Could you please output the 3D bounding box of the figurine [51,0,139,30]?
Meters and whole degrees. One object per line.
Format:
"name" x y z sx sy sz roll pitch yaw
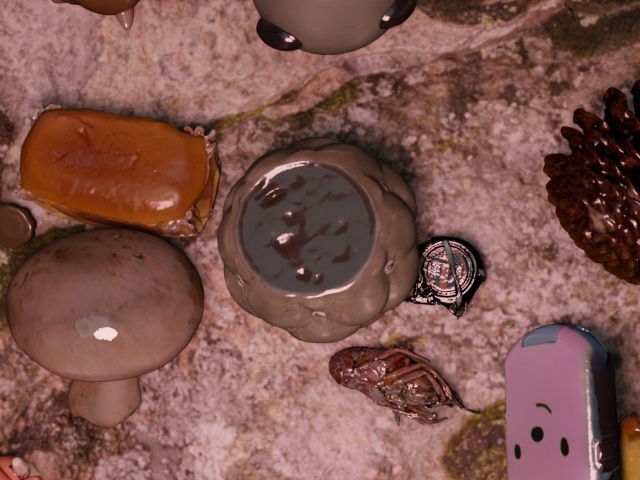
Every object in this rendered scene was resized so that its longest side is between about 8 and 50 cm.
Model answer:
"figurine" -0.295 -0.379 1.919 0.247 0.177 0.173 41 70 2

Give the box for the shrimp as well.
"shrimp" 0.101 0.173 1.821 0.190 0.075 0.073 23 53 2

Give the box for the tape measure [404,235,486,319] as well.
"tape measure" 0.153 0.042 1.840 0.091 0.054 0.094 17 90 10

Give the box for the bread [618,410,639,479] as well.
"bread" 0.397 0.320 1.706 0.133 0.174 0.252 2 96 -34

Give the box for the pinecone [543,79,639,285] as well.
"pinecone" 0.407 -0.079 1.743 0.292 0.246 0.246 -27 77 -12

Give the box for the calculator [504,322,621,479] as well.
"calculator" 0.273 0.239 1.743 0.051 0.173 0.293 4 78 -32

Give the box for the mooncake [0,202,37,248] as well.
"mooncake" -0.424 -0.163 1.966 0.150 0.057 0.347 4 81 5

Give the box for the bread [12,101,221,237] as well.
"bread" -0.251 -0.087 1.900 0.241 0.107 0.136 11 80 10

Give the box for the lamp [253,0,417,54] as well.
"lamp" 0.007 -0.345 1.868 0.197 0.198 0.244 -12 70 7

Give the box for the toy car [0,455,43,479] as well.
"toy car" -0.407 0.349 1.789 0.212 0.270 0.180 -39 71 -18

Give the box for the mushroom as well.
"mushroom" -0.253 0.108 1.834 0.243 0.243 0.243 -1 81 9

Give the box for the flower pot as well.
"flower pot" 0.000 0.000 1.799 0.246 0.195 0.246 -1 82 9
